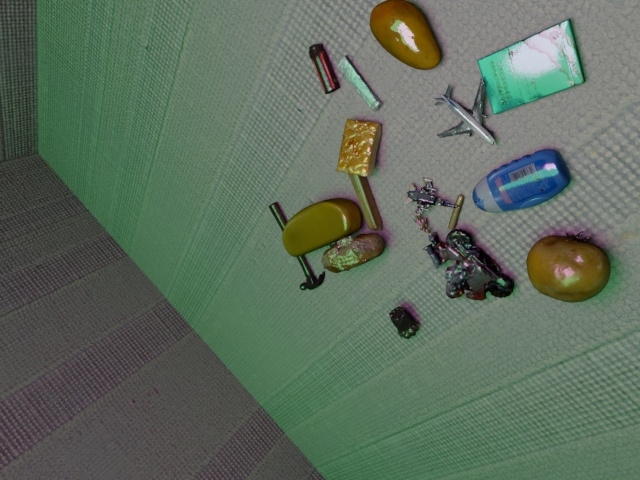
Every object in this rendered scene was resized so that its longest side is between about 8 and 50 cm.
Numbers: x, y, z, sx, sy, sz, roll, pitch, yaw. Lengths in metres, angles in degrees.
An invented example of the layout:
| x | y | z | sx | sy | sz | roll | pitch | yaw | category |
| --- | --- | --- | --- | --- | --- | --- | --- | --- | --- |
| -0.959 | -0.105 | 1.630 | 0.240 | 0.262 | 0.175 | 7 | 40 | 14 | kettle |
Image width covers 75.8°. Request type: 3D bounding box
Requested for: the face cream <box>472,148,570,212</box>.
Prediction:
| x | y | z | sx | sy | sz | roll | pitch | yaw | category |
| --- | --- | --- | --- | --- | --- | --- | --- | --- | --- |
| 0.576 | -0.160 | 1.211 | 0.264 | 0.083 | 0.149 | -24 | 98 | 43 | face cream |

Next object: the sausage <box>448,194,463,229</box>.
| x | y | z | sx | sy | sz | roll | pitch | yaw | category |
| --- | --- | --- | --- | --- | --- | --- | --- | --- | --- |
| 0.455 | -0.094 | 1.383 | 0.024 | 0.024 | 0.132 | 24 | 128 | 26 | sausage |

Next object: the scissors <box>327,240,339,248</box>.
| x | y | z | sx | sy | sz | roll | pitch | yaw | category |
| --- | --- | --- | --- | --- | --- | --- | --- | --- | --- |
| 0.000 | 0.000 | 1.786 | 0.204 | 0.027 | 0.101 | 0 | 111 | 35 | scissors |

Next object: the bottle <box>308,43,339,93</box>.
| x | y | z | sx | sy | sz | roll | pitch | yaw | category |
| --- | --- | --- | --- | --- | --- | --- | --- | --- | --- |
| 0.009 | -0.594 | 1.421 | 0.060 | 0.060 | 0.164 | -12 | 106 | 41 | bottle |

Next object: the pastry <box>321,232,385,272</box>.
| x | y | z | sx | sy | sz | roll | pitch | yaw | category |
| --- | --- | --- | --- | --- | --- | --- | --- | --- | --- |
| 0.125 | 0.040 | 1.577 | 0.257 | 0.236 | 0.120 | -24 | 87 | 32 | pastry |

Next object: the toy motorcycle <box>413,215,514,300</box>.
| x | y | z | sx | sy | sz | roll | pitch | yaw | category |
| --- | --- | --- | --- | --- | --- | --- | --- | --- | --- |
| 0.452 | 0.063 | 1.400 | 0.401 | 0.134 | 0.207 | 48 | 127 | 1 | toy motorcycle |

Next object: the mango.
| x | y | z | sx | sy | sz | roll | pitch | yaw | category |
| --- | --- | --- | --- | --- | --- | --- | --- | --- | --- |
| 0.250 | -0.598 | 1.193 | 0.253 | 0.113 | 0.138 | 45 | 134 | 6 | mango |

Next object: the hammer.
| x | y | z | sx | sy | sz | roll | pitch | yaw | category |
| --- | --- | --- | --- | --- | --- | --- | --- | --- | --- |
| -0.122 | 0.029 | 1.885 | 0.168 | 0.044 | 0.440 | -19 | 102 | 43 | hammer |

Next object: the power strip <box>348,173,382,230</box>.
| x | y | z | sx | sy | sz | roll | pitch | yaw | category |
| --- | --- | --- | --- | --- | --- | --- | --- | --- | --- |
| 0.163 | -0.173 | 1.535 | 0.044 | 0.064 | 0.305 | -11 | 107 | 37 | power strip |

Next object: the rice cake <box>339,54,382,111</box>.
| x | y | z | sx | sy | sz | roll | pitch | yaw | category |
| --- | --- | --- | --- | --- | --- | --- | --- | --- | --- |
| 0.133 | -0.525 | 1.380 | 0.043 | 0.034 | 0.211 | -36 | 89 | 35 | rice cake |

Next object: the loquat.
| x | y | z | sx | sy | sz | roll | pitch | yaw | category |
| --- | --- | --- | --- | --- | --- | --- | --- | --- | --- |
| 0.707 | 0.075 | 1.179 | 0.213 | 0.213 | 0.213 | 18 | 124 | 29 | loquat |

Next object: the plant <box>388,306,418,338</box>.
| x | y | z | sx | sy | sz | roll | pitch | yaw | category |
| --- | --- | --- | --- | --- | --- | --- | --- | --- | --- |
| 0.336 | 0.332 | 1.661 | 0.143 | 0.092 | 0.094 | 54 | 175 | -28 | plant |

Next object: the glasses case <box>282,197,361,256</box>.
| x | y | z | sx | sy | sz | roll | pitch | yaw | category |
| --- | --- | --- | --- | --- | --- | --- | --- | --- | --- |
| 0.001 | -0.062 | 1.663 | 0.371 | 0.141 | 0.173 | -25 | 88 | 41 | glasses case |

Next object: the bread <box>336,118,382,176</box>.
| x | y | z | sx | sy | sz | roll | pitch | yaw | category |
| --- | --- | --- | --- | --- | --- | --- | --- | --- | --- |
| 0.135 | -0.319 | 1.427 | 0.125 | 0.068 | 0.188 | 16 | 98 | 30 | bread |

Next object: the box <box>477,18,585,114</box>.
| x | y | z | sx | sy | sz | roll | pitch | yaw | category |
| --- | --- | --- | --- | --- | --- | --- | --- | --- | --- |
| 0.553 | -0.451 | 1.091 | 0.226 | 0.042 | 0.161 | -13 | 107 | 41 | box |

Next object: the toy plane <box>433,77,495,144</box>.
| x | y | z | sx | sy | sz | roll | pitch | yaw | category |
| --- | --- | --- | --- | --- | --- | --- | --- | --- | --- |
| 0.434 | -0.362 | 1.218 | 0.226 | 0.058 | 0.226 | 40 | 145 | 5 | toy plane |

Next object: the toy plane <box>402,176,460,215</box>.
| x | y | z | sx | sy | sz | roll | pitch | yaw | category |
| --- | --- | --- | --- | --- | --- | --- | --- | --- | --- |
| 0.373 | -0.137 | 1.382 | 0.188 | 0.062 | 0.135 | 21 | 94 | 36 | toy plane |
